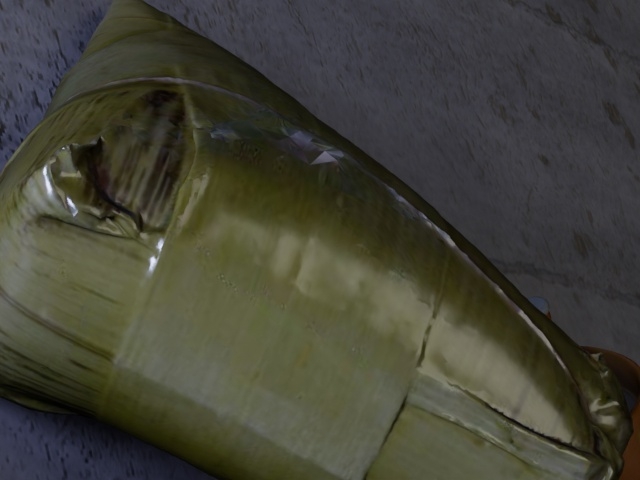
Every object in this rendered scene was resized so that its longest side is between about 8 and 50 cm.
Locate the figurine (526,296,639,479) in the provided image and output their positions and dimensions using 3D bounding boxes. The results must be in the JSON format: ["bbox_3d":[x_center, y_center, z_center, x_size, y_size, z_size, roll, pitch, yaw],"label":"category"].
[{"bbox_3d":[0.132,0.156,1.011,0.143,0.143,0.271,-34,121,-62],"label":"figurine"}]

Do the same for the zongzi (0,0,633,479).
[{"bbox_3d":[0.000,0.000,0.827,0.274,0.145,0.300,27,27,-8],"label":"zongzi"}]
